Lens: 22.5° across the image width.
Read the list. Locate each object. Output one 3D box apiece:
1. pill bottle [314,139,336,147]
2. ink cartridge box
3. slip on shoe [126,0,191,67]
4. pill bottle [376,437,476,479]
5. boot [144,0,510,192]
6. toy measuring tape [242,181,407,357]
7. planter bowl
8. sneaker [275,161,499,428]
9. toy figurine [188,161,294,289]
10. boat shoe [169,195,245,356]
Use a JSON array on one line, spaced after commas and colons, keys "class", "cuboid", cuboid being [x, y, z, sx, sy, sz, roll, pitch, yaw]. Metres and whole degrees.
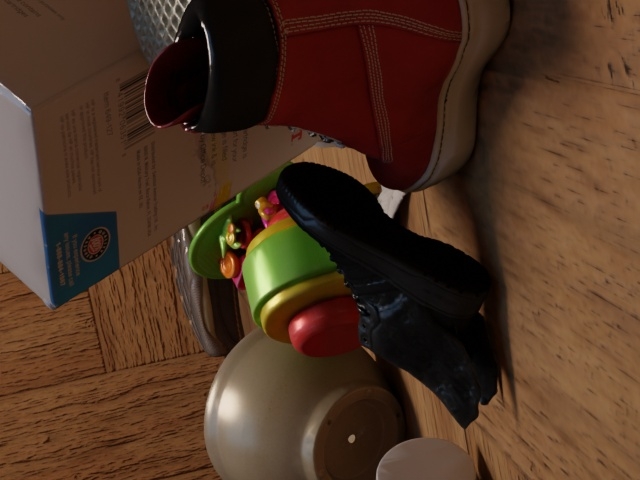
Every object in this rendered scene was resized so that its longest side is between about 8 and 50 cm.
[{"class": "pill bottle", "cuboid": [0.002, -0.128, 1.121, 0.120, 0.067, 0.067, 87, 168, -49]}, {"class": "ink cartridge box", "cuboid": [-0.133, -0.112, 1.026, 0.168, 0.233, 0.171, 38, 145, 29]}, {"class": "slip on shoe", "cuboid": [-0.037, -0.235, 0.852, 0.123, 0.101, 0.331, 26, 111, 54]}, {"class": "pill bottle", "cuboid": [0.073, 0.202, 1.080, 0.078, 0.078, 0.137, -111, 12, -49]}, {"class": "boot", "cuboid": [-0.006, -0.077, 0.856, 0.244, 0.176, 0.088, 94, 158, -70]}, {"class": "toy measuring tape", "cuboid": [0.000, 0.000, 1.168, 0.330, 0.121, 0.121, 93, 163, -63]}, {"class": "planter bowl", "cuboid": [0.001, 0.152, 1.325, 0.109, 0.162, 0.162, 17, 123, 50]}, {"class": "sneaker", "cuboid": [0.037, 0.031, 0.946, 0.170, 0.051, 0.089, 32, 132, 14]}, {"class": "toy figurine", "cuboid": [-0.033, 0.035, 1.598, 0.159, 0.130, 0.173, 57, 138, 31]}, {"class": "boat shoe", "cuboid": [-0.101, -0.050, 1.768, 0.132, 0.130, 0.355, -168, 72, -78]}]
